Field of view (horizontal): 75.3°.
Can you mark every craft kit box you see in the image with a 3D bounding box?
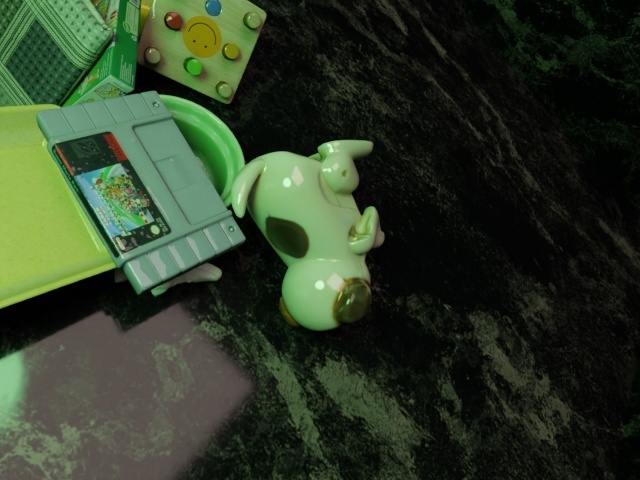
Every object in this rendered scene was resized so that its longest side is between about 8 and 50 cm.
[{"bbox_3d":[-0.483,-0.376,0.879,0.061,0.247,0.249,23,54,-51],"label":"craft kit box"}]

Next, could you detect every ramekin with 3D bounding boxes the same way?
[{"bbox_3d":[-0.335,-0.152,0.918,0.304,0.148,0.303,12,63,-25],"label":"ramekin"}]

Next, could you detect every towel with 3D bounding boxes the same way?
[{"bbox_3d":[-0.592,-0.423,0.826,0.324,0.312,0.056,53,21,0],"label":"towel"}]

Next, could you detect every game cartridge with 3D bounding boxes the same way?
[{"bbox_3d":[-0.321,-0.101,0.766,0.230,0.068,0.354,-30,88,-43],"label":"game cartridge"}]

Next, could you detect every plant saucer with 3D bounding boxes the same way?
[{"bbox_3d":[-0.527,-0.050,0.673,0.333,0.081,0.332,-26,86,-46],"label":"plant saucer"}]

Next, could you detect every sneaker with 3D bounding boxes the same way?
[{"bbox_3d":[-0.321,0.075,0.879,0.212,0.080,0.094,13,74,-17],"label":"sneaker"}]

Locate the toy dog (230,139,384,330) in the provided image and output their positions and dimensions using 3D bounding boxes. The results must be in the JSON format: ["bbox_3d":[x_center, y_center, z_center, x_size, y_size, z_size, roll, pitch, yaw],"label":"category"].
[{"bbox_3d":[0.000,0.000,0.946,0.395,0.285,0.407,-18,94,-63],"label":"toy dog"}]

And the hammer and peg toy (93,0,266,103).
[{"bbox_3d":[-0.336,-0.527,1.002,0.362,0.265,0.127,19,18,-31],"label":"hammer and peg toy"}]

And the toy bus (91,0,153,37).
[{"bbox_3d":[-0.411,-0.597,1.100,0.333,0.108,0.130,8,65,-27],"label":"toy bus"}]
